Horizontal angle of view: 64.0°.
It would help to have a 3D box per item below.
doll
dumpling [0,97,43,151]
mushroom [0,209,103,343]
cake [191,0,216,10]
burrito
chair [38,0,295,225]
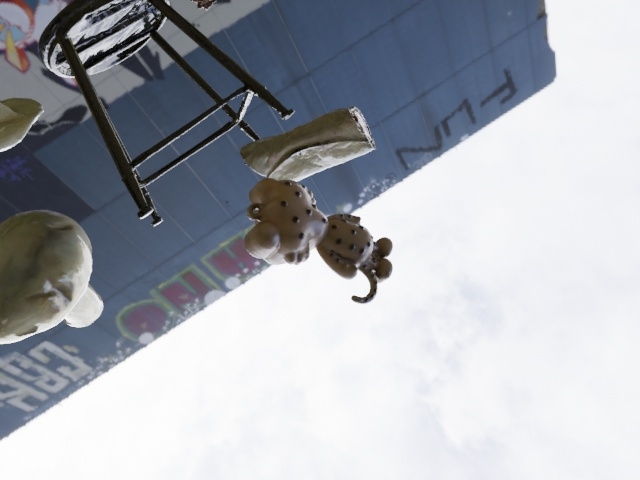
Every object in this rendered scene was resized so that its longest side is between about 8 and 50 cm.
[{"bbox_3d":[0.001,-0.002,0.864,0.119,0.278,0.154,-38,-150,49],"label":"doll"},{"bbox_3d":[-0.419,-0.111,0.533,0.166,0.216,0.126,33,-73,45],"label":"dumpling"},{"bbox_3d":[-0.666,0.078,1.170,0.315,0.315,0.356,-50,-168,-16],"label":"mushroom"},{"bbox_3d":[-0.259,-0.591,1.068,0.135,0.135,0.147,-40,-132,21],"label":"cake"},{"bbox_3d":[-0.030,-0.225,1.231,0.300,0.143,0.105,-18,-122,17],"label":"burrito"},{"bbox_3d":[-0.347,-0.308,1.118,0.365,0.410,0.362,-37,-172,-12],"label":"chair"}]
